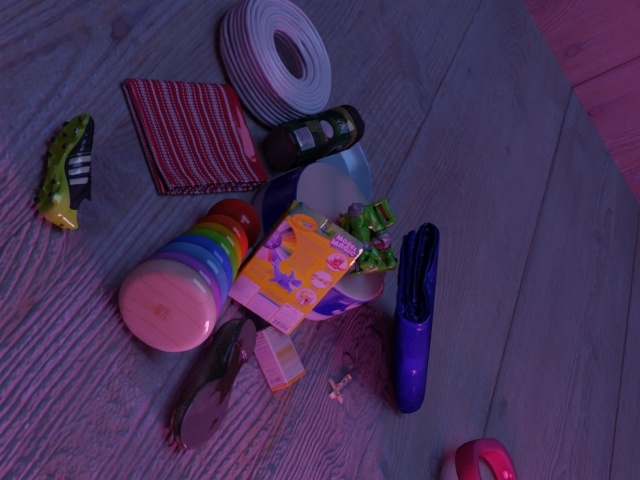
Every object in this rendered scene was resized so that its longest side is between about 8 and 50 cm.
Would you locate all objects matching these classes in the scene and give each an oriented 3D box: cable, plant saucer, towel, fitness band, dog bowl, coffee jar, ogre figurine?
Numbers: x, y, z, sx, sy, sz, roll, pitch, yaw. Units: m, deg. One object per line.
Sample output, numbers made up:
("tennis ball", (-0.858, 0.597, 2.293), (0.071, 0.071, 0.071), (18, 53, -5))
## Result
("cable", (-0.078, -0.330, 2.037), (0.257, 0.089, 0.257), (12, 60, -54))
("plant saucer", (0.029, -0.147, 2.131), (0.195, 0.037, 0.194), (35, 42, -40))
("towel", (0.164, 0.144, 1.981), (0.308, 0.076, 0.227), (87, 12, -50))
("towel", (-0.199, -0.173, 1.805), (0.275, 0.031, 0.198), (-9, 77, -58))
("fitness band", (0.338, 0.485, 2.125), (0.291, 0.054, 0.209), (19, 51, -64))
("dog bowl", (0.000, 0.000, 1.923), (0.265, 0.104, 0.264), (36, 42, -41))
("coffee jar", (-0.009, -0.188, 1.995), (0.184, 0.096, 0.079), (-22, 82, -41))
("ogre figurine", (0.087, -0.004, 1.865), (0.197, 0.097, 0.118), (-5, 81, -54))

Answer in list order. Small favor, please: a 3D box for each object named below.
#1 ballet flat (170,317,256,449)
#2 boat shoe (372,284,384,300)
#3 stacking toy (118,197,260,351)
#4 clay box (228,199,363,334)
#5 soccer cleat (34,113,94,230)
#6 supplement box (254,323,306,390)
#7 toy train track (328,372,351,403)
("ballet flat", (-0.162, 0.203, 1.597), (0.249, 0.058, 0.084), (-64, 146, -45))
("boat shoe", (0.080, 0.017, 2.079), (0.072, 0.068, 0.190), (20, 53, -36))
("stacking toy", (-0.175, 0.026, 1.631), (0.141, 0.141, 0.330), (57, 25, -15))
("clay box", (-0.037, 0.035, 1.697), (0.127, 0.222, 0.053), (35, 33, -10))
("soccer cleat", (-0.342, -0.095, 1.513), (0.072, 0.060, 0.178), (49, 40, -44))
("supplement box", (-0.070, 0.183, 1.758), (0.062, 0.036, 0.098), (-25, 92, -59))
("toy train track", (0.037, 0.250, 1.902), (0.048, 0.014, 0.083), (63, 30, -7))
